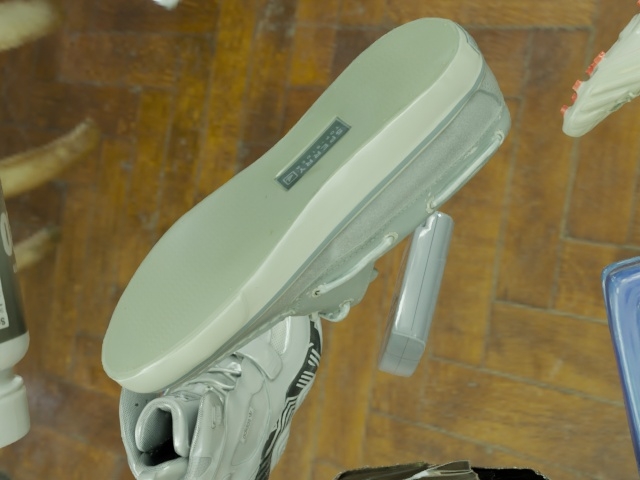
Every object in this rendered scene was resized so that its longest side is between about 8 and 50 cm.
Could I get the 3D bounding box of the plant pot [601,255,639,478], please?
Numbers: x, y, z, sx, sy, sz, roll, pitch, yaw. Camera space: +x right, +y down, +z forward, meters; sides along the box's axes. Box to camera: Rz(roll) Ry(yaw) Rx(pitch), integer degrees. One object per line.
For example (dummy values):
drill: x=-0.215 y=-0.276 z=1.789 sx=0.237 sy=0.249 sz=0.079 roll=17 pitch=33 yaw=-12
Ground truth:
plant pot: x=0.294 y=0.100 z=0.766 sx=0.235 sy=0.212 sz=0.236 roll=-12 pitch=92 yaw=5

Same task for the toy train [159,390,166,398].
toy train: x=-0.213 y=0.261 z=1.794 sx=0.143 sy=0.105 sz=0.248 roll=-46 pitch=49 yaw=38

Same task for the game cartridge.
game cartridge: x=0.124 y=0.085 z=1.752 sx=0.060 sy=0.294 sz=0.196 roll=18 pitch=79 yaw=3

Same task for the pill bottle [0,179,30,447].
pill bottle: x=-0.341 y=0.039 z=1.114 sx=0.161 sy=0.161 sz=0.283 roll=-2 pitch=100 yaw=45

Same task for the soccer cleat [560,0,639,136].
soccer cleat: x=0.290 y=-0.157 z=1.169 sx=0.076 sy=0.068 sz=0.196 roll=39 pitch=126 yaw=6

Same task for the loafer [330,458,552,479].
loafer: x=0.148 y=0.322 z=1.624 sx=0.130 sy=0.365 sz=0.134 roll=-58 pitch=44 yaw=34

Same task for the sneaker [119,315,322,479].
sneaker: x=-0.117 y=0.172 z=1.563 sx=0.137 sy=0.210 sz=0.366 roll=8 pitch=70 yaw=28

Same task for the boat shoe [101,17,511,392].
boat shoe: x=0.000 y=-0.001 z=0.605 sx=0.227 sy=0.081 sz=0.079 roll=-43 pitch=36 yaw=2
